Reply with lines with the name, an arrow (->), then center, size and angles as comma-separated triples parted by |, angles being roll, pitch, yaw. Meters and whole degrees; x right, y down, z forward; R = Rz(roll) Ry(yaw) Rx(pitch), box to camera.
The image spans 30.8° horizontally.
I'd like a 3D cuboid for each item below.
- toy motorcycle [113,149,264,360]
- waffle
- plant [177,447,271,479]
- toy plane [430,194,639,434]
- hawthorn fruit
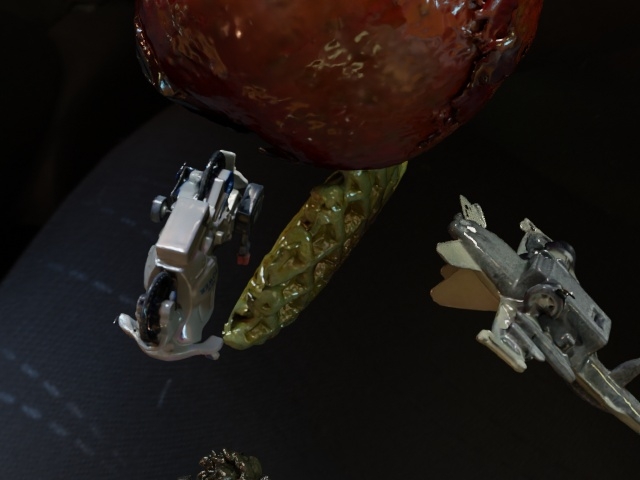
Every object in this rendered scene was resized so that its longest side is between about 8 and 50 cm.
toy motorcycle -> -0.121, 0.023, 1.082 | 0.102, 0.221, 0.150 | 13, 144, 10
waffle -> 0.000, 0.000, 0.984 | 0.054, 0.208, 0.214 | 36, 104, 3
plant -> -0.075, 0.270, 1.139 | 0.094, 0.092, 0.143 | -44, 89, -13
toy plane -> 0.196, 0.070, 0.904 | 0.262, 0.192, 0.088 | 37, 124, -3
hawthorn fruit -> 0.010, -0.187, 0.843 | 0.316, 0.316, 0.316 | 7, 107, 22
